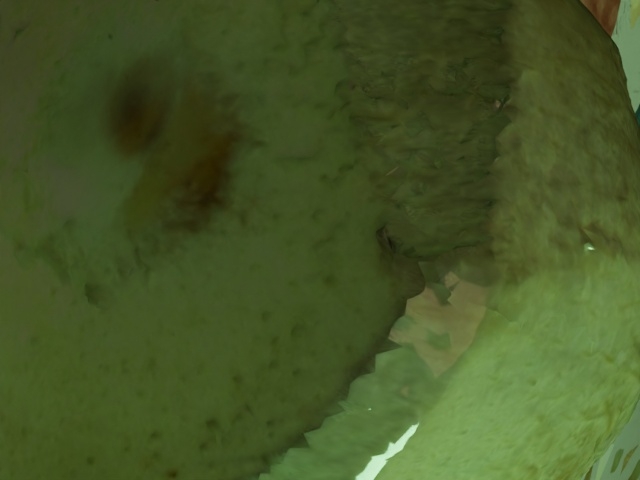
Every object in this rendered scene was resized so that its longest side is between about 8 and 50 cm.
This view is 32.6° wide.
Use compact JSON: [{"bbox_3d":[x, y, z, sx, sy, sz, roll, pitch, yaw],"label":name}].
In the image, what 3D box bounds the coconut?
[{"bbox_3d":[0.000,0.000,0.606,0.404,0.404,0.404,-34,134,-44],"label":"coconut"}]
